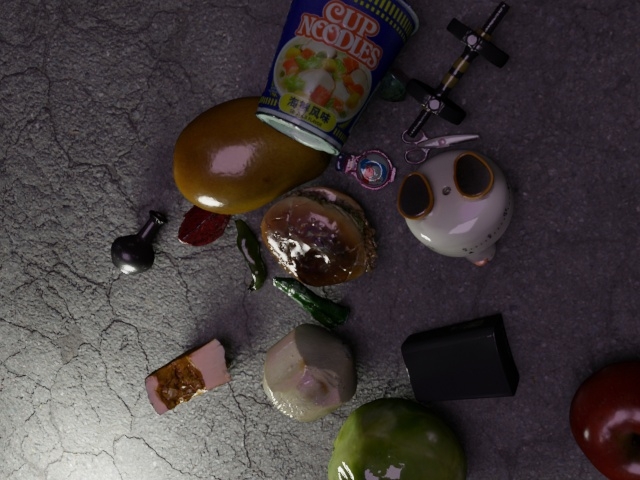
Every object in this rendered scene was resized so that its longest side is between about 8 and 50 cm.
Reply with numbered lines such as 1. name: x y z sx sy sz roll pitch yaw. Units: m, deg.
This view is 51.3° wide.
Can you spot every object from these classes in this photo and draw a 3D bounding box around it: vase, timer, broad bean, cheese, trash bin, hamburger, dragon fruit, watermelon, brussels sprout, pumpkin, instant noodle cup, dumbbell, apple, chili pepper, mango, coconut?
1. vase: -0.477 0.002 1.785 0.120 0.120 0.183 39 97 9
2. timer: 0.303 -0.072 1.442 0.234 0.240 0.233 -10 68 27
3. broad bean: -0.177 0.040 1.707 0.061 0.046 0.195 -5 101 19
4. cheese: 0.105 -0.169 1.555 0.145 0.038 0.095 15 106 16
5. trash bin: 0.321 0.278 1.538 0.226 0.115 0.165 -15 97 27
6. hamburger: 0.000 0.000 1.567 0.286 0.146 0.243 22 129 3
7. dragon fruit: -0.292 -0.052 1.718 0.162 0.083 0.106 -45 39 0
8. watermelon: 0.154 -0.354 1.480 0.085 0.092 0.072 -3 62 13
9. brussels sprout: 0.171 0.526 1.561 0.344 0.268 0.344 11 117 21
10. pumpkin: -0.348 0.363 1.813 0.248 0.126 0.130 -25 84 5
11. instant noodle cup: 0.015 -0.355 1.369 0.284 0.284 0.312 25 90 14
12. dumbbell: 0.282 -0.349 1.390 0.143 0.143 0.325 39 112 9
13. apple: 0.649 0.375 1.371 0.261 0.216 0.260 5 105 20
14. chili pepper: -0.033 0.142 1.598 0.088 0.059 0.227 -30 130 33
15. mango: -0.163 -0.202 1.560 0.378 0.221 0.263 -10 94 12
16. coconut: -0.019 0.316 1.617 0.241 0.241 0.241 5 103 20

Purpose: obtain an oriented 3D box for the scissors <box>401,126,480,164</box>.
1. scissors: 0.267 -0.220 1.490 0.176 0.022 0.085 -5 99 25
